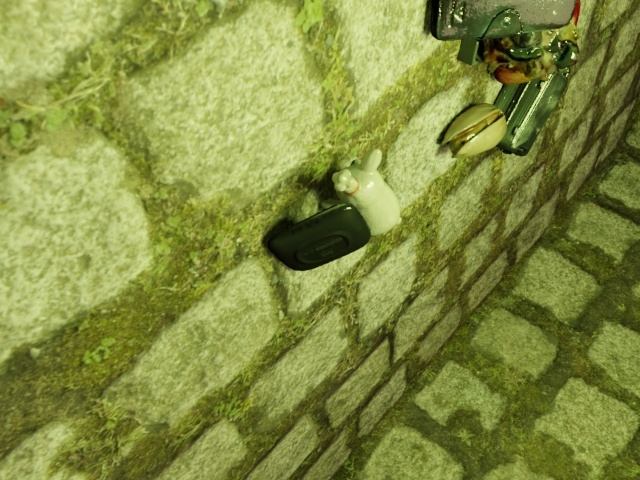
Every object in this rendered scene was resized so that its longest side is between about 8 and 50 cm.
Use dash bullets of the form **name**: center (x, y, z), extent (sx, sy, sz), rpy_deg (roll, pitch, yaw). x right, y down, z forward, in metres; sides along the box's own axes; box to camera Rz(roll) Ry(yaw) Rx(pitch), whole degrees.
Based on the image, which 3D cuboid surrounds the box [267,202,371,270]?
- **box**: center (0.000, 0.000, 1.184), extent (0.212, 0.042, 0.201), rpy_deg (-23, 153, 13)

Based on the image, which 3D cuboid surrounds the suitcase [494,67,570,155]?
- **suitcase**: center (0.628, -0.416, 1.687), extent (0.202, 0.128, 0.312), rpy_deg (-1, 120, -55)

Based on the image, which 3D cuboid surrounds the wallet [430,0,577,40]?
- **wallet**: center (0.387, -0.510, 1.145), extent (0.317, 0.045, 0.173), rpy_deg (-9, 127, -7)

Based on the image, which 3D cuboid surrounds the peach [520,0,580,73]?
- **peach**: center (0.550, -0.553, 1.361), extent (0.154, 0.158, 0.268), rpy_deg (41, 69, -52)

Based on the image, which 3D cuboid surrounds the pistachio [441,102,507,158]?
- **pistachio**: center (0.429, -0.301, 1.521), extent (0.223, 0.126, 0.152), rpy_deg (-35, 180, -31)

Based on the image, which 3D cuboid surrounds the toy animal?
- **toy animal**: center (0.082, -0.113, 1.200), extent (0.141, 0.138, 0.282), rpy_deg (-59, 144, -10)

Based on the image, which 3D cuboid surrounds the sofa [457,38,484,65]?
- **sofa**: center (0.408, -0.494, 1.358), extent (0.147, 0.060, 0.085), rpy_deg (-33, 143, -34)

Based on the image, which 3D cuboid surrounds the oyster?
- **oyster**: center (0.477, -0.533, 1.229), extent (0.221, 0.096, 0.361), rpy_deg (-15, 123, 2)

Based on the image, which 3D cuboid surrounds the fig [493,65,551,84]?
- **fig**: center (0.538, -0.467, 1.505), extent (0.119, 0.153, 0.119), rpy_deg (-16, 150, -9)
